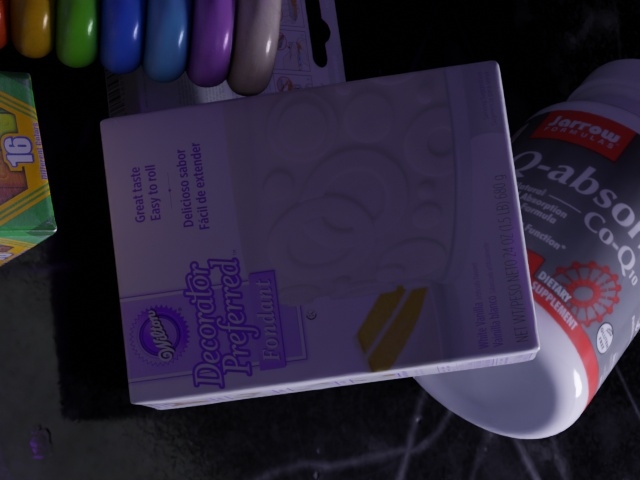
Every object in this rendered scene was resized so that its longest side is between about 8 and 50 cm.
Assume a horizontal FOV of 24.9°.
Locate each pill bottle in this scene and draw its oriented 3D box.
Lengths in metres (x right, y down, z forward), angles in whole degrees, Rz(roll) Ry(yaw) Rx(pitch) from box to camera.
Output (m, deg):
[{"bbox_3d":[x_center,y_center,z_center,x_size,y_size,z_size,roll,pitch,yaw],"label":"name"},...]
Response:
[{"bbox_3d":[0.238,-0.004,1.388,0.210,0.210,0.363,50,57,-14],"label":"pill bottle"}]

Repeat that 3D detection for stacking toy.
[{"bbox_3d":[-0.202,-0.195,1.159,0.330,0.141,0.141,3,76,-9],"label":"stacking toy"}]

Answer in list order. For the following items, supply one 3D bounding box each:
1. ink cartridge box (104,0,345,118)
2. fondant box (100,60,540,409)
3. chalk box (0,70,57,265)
[{"bbox_3d":[-0.089,-0.190,1.316,0.232,0.066,0.189,0,79,-42],"label":"ink cartridge box"},{"bbox_3d":[0.000,0.000,1.190,0.330,0.096,0.238,-8,82,6],"label":"fondant box"},{"bbox_3d":[-0.324,-0.046,1.056,0.213,0.132,0.132,-3,76,-40],"label":"chalk box"}]
